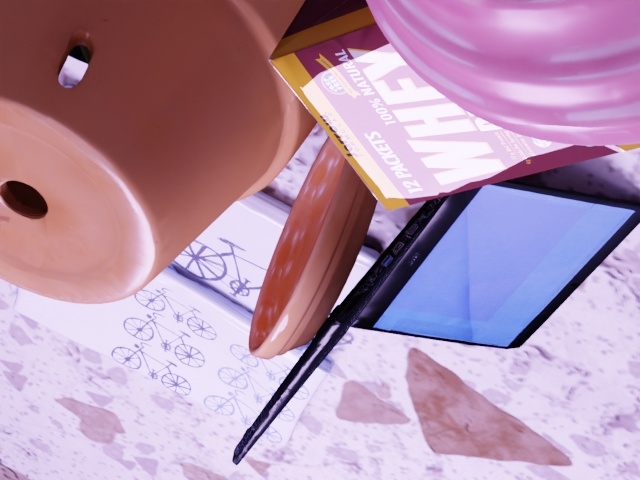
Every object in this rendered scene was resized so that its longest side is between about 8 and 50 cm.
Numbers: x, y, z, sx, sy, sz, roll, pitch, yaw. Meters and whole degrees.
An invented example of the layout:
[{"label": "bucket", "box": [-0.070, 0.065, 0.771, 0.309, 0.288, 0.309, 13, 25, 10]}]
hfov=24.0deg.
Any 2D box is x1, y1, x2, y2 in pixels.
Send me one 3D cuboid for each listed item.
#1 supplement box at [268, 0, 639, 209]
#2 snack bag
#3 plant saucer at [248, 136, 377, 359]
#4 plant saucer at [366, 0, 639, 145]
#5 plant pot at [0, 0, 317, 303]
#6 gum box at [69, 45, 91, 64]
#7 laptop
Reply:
[{"label": "supplement box", "box": [0.108, -0.144, 0.906, 0.191, 0.194, 0.129, -14, 126, 41]}, {"label": "snack bag", "box": [-0.125, 0.039, 1.383, 0.323, 0.037, 0.342, 29, 142, 0]}, {"label": "plant saucer", "box": [0.000, 0.000, 1.135, 0.037, 0.200, 0.200, 22, 143, -9]}, {"label": "plant saucer", "box": [0.142, -0.211, 0.704, 0.332, 0.332, 0.084, -7, 160, 36]}, {"label": "plant pot", "box": [-0.160, -0.094, 1.050, 0.291, 0.203, 0.290, 15, 141, 13]}, {"label": "gum box", "box": [-0.140, -0.196, 1.120, 0.157, 0.041, 0.184, 23, 141, 5]}, {"label": "laptop", "box": [0.087, 0.071, 1.129, 0.137, 0.264, 0.234, 38, 142, 4]}]
